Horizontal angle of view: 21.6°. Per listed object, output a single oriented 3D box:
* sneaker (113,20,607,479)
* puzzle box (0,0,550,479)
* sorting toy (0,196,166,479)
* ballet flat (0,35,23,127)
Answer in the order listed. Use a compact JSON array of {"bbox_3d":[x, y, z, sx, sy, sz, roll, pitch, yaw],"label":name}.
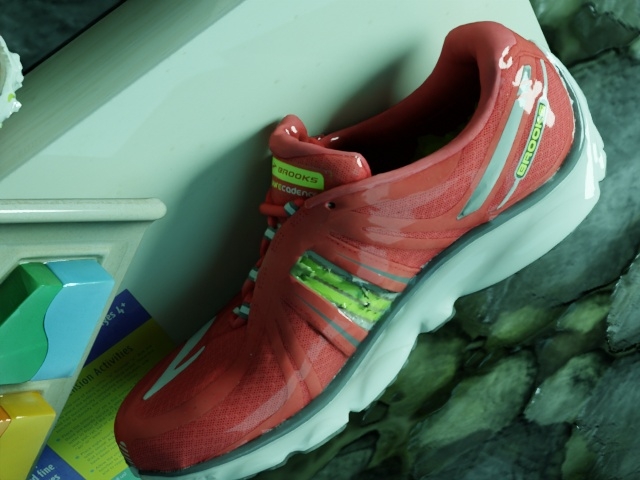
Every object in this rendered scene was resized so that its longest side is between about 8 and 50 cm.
[{"bbox_3d":[0.000,0.000,0.789,0.279,0.107,0.118,-41,122,-1],"label":"sneaker"},{"bbox_3d":[-0.064,0.001,0.836,0.409,0.052,0.272,-36,142,-2],"label":"puzzle box"},{"bbox_3d":[-0.173,0.066,0.720,0.193,0.038,0.208,-2,131,-49],"label":"sorting toy"},{"bbox_3d":[-0.233,-0.030,0.660,0.241,0.091,0.077,-15,165,-20],"label":"ballet flat"}]
